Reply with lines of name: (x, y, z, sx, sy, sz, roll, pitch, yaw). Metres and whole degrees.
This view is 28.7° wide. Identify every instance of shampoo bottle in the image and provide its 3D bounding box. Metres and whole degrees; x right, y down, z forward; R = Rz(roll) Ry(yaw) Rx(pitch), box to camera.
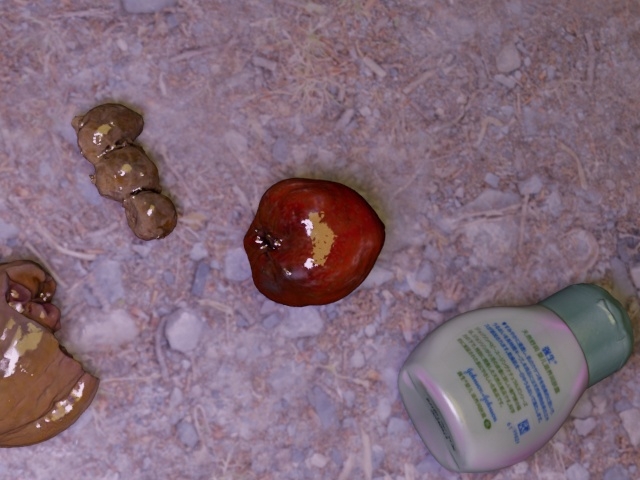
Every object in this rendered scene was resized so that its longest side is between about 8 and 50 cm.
shampoo bottle: (0.295, 0.180, 1.796, 0.349, 0.151, 0.222, -26, 81, -21)

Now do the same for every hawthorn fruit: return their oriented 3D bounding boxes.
hawthorn fruit: (0.000, 0.000, 1.737, 0.202, 0.185, 0.185, -8, 79, -40)

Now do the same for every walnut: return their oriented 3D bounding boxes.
walnut: (-0.403, 0.145, 1.584, 0.204, 0.141, 0.238, -24, 83, -17)

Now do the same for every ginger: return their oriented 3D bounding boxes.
ginger: (-0.263, -0.093, 1.717, 0.104, 0.080, 0.204, -21, 82, -27)
